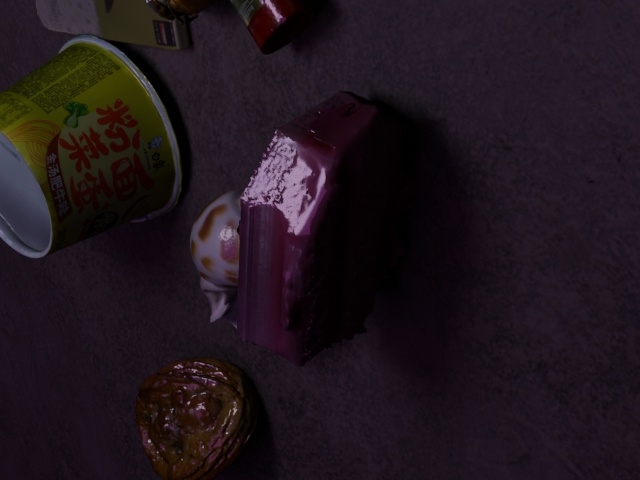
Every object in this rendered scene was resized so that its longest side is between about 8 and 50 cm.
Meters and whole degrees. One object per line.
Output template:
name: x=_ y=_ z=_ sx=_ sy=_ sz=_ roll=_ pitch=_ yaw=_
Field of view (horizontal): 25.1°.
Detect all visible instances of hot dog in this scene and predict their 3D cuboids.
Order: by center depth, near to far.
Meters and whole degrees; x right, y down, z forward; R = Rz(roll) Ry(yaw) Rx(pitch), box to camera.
hot dog: x=-0.200 y=0.290 z=2.274 sx=0.272 sy=0.122 sz=0.196 roll=-41 pitch=72 yaw=54

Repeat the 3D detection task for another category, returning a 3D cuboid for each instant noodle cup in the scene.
instant noodle cup: x=-0.382 y=-0.122 z=2.131 sx=0.311 sy=0.221 sz=0.311 roll=33 pitch=140 yaw=33

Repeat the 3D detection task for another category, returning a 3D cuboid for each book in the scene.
book: x=-0.324 y=-0.407 z=2.072 sx=0.352 sy=0.035 sz=0.239 roll=17 pitch=122 yaw=45

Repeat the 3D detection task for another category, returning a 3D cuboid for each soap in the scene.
soap: x=0.006 y=-0.019 z=1.760 sx=0.127 sy=0.220 sz=0.325 roll=32 pitch=134 yaw=29

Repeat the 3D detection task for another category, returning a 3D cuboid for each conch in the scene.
conch: x=-0.085 y=0.010 z=1.940 sx=0.182 sy=0.149 sz=0.275 roll=26 pitch=148 yaw=0

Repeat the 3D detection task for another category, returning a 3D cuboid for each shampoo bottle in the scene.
shampoo bottle: x=-0.117 y=-0.386 z=1.798 sx=0.314 sy=0.076 sz=0.118 roll=59 pitch=162 yaw=6

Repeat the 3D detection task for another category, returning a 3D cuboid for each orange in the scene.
orange: x=-0.204 y=-0.364 z=1.873 sx=0.160 sy=0.112 sz=0.170 roll=52 pitch=-175 yaw=21
